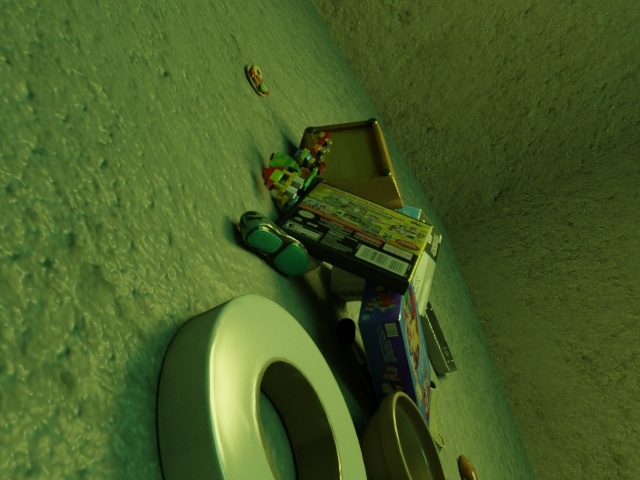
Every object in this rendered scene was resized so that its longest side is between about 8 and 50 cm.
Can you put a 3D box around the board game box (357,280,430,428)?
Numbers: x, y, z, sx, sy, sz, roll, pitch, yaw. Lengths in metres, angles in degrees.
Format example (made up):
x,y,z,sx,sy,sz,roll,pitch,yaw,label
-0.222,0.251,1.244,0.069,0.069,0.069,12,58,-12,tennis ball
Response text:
x,y,z,sx,sy,sz,roll,pitch,yaw,label
0.162,0.227,1.207,0.233,0.078,0.347,-71,150,-57,board game box

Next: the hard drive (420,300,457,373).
x,y,z,sx,sy,sz,roll,pitch,yaw,label
0.383,0.328,1.981,0.172,0.054,0.255,22,45,-67,hard drive

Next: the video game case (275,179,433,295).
x,y,z,sx,sy,sz,roll,pitch,yaw,label
0.074,-0.016,1.177,0.274,0.035,0.248,23,33,9,video game case

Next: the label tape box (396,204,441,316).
x,y,z,sx,sy,sz,roll,pitch,yaw,label
0.210,0.046,1.563,0.347,0.115,0.249,37,66,-61,label tape box

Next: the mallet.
x,y,z,sx,sy,sz,roll,pitch,yaw,label
0.084,0.247,1.235,0.062,0.039,0.190,-87,152,-62,mallet

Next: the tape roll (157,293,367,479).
x,y,z,sx,sy,sz,roll,pitch,yaw,label
-0.052,0.258,0.736,0.392,0.071,0.392,56,18,-29,tape roll

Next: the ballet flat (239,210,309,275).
x,y,z,sx,sy,sz,roll,pitch,yaw,label
-0.081,0.001,1.034,0.188,0.070,0.070,47,24,-54,ballet flat

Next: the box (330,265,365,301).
x,y,z,sx,sy,sz,roll,pitch,yaw,label
0.088,0.085,1.316,0.102,0.101,0.087,38,52,-58,box

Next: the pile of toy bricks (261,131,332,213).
x,y,z,sx,sy,sz,roll,pitch,yaw,label
-0.065,-0.153,1.239,0.105,0.118,0.212,27,52,7,pile of toy bricks

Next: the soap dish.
x,y,z,sx,sy,sz,roll,pitch,yaw,label
0.066,-0.177,1.430,0.291,0.228,0.118,-97,-179,-46,soap dish

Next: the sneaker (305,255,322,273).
x,y,z,sx,sy,sz,roll,pitch,yaw,label
0.000,0.000,1.222,0.088,0.092,0.229,64,18,-8,sneaker

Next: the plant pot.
x,y,z,sx,sy,sz,roll,pitch,yaw,label
0.134,0.398,1.031,0.237,0.109,0.237,56,19,-30,plant pot

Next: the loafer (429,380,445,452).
x,y,z,sx,sy,sz,roll,pitch,yaw,label
0.243,0.384,1.410,0.269,0.092,0.102,67,17,7,loafer

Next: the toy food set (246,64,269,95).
x,y,z,sx,sy,sz,roll,pitch,yaw,label
-0.153,-0.392,1.438,0.083,0.020,0.083,61,17,-13,toy food set

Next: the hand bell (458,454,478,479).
x,y,z,sx,sy,sz,roll,pitch,yaw,label
0.427,0.680,1.577,0.126,0.126,0.242,54,8,-32,hand bell
